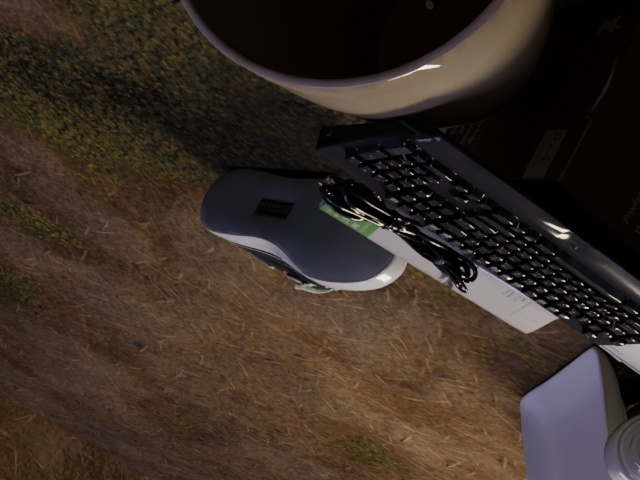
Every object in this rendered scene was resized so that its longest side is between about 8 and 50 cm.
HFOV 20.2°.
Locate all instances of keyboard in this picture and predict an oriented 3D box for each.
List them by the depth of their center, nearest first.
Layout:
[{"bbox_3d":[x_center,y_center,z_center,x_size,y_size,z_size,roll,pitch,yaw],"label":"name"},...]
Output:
[{"bbox_3d":[0.117,0.002,1.321,0.317,0.033,0.201,34,161,-32],"label":"keyboard"}]

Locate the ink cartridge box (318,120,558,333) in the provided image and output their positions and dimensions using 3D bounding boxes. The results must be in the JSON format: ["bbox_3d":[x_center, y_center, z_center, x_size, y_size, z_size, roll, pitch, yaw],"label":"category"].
[{"bbox_3d":[0.136,-0.044,1.541,0.219,0.160,0.092,32,160,-5],"label":"ink cartridge box"}]

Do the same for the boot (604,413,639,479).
[{"bbox_3d":[0.411,0.193,1.735,0.258,0.095,0.123,-1,162,-23],"label":"boot"}]

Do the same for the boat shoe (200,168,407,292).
[{"bbox_3d":[-0.002,0.004,1.902,0.306,0.113,0.105,10,158,47],"label":"boat shoe"}]

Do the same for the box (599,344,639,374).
[{"bbox_3d":[0.374,0.067,1.590,0.169,0.087,0.290,35,158,-14],"label":"box"}]

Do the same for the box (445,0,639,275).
[{"bbox_3d":[0.224,-0.052,1.395,0.203,0.168,0.167,41,158,-27],"label":"box"}]

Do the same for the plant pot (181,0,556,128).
[{"bbox_3d":[0.064,-0.183,1.255,0.256,0.256,0.274,20,173,24],"label":"plant pot"}]

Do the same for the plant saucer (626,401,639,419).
[{"bbox_3d":[0.349,0.292,1.951,0.037,0.241,0.241,-1,164,-13],"label":"plant saucer"}]

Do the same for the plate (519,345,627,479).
[{"bbox_3d":[0.295,0.281,2.000,0.045,0.278,0.277,-1,163,-13],"label":"plate"}]
